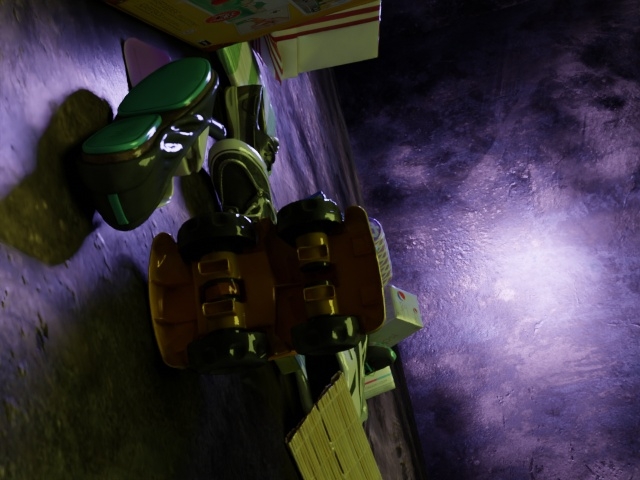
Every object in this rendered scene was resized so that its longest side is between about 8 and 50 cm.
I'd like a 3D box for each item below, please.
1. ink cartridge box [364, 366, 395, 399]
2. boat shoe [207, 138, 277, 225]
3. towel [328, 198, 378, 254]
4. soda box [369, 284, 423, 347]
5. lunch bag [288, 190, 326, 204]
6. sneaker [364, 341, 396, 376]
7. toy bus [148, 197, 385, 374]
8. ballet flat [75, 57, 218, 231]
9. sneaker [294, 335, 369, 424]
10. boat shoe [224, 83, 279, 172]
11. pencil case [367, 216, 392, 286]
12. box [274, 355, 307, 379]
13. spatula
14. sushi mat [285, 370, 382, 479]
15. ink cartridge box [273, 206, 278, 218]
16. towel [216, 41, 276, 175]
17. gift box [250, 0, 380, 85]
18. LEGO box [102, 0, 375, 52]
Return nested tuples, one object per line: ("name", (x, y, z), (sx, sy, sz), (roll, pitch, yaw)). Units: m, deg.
("ink cartridge box", (0.062, 0.209, 1.653), (0.062, 0.109, 0.209), (-17, -92, 62))
("boat shoe", (-0.099, -0.044, 1.171), (0.070, 0.077, 0.219), (-99, 172, -46))
("towel", (0.075, 0.081, 1.824), (0.370, 0.040, 0.272), (-131, -151, -67))
("soda box", (0.079, 0.167, 1.505), (0.074, 0.216, 0.069), (22, 45, -37))
("lunch bag", (0.000, 0.000, 1.717), (0.129, 0.096, 0.151), (61, 6, -60))
("sneaker", (0.055, 0.229, 1.450), (0.065, 0.166, 0.076), (52, 33, -32))
("toy bus", (-0.045, 0.066, 0.869), (0.211, 0.220, 0.150), (72, 9, -70))
("ballet flat", (-0.163, -0.095, 0.816), (0.280, 0.095, 0.096), (-70, 155, -59))
("sneaker", (0.013, 0.166, 1.376), (0.146, 0.122, 0.331), (60, 19, -53))
("boat shoe", (-0.104, -0.155, 1.359), (0.080, 0.073, 0.224), (50, 26, -73))
("pencil case", (0.116, 0.031, 1.960), (0.088, 0.086, 0.206), (35, -23, 31))
("box", (-0.060, 0.115, 1.262), (0.178, 0.042, 0.109), (-98, 168, -45))
("spatula", (-0.174, -0.176, 1.064), (0.296, 0.030, 0.084), (40, 33, -76))
("sushi mat", (0.036, 0.365, 1.281), (0.151, 0.019, 0.317), (-44, 127, -38))
("ink cartridge box", (-0.019, 0.036, 1.335), (0.179, 0.045, 0.145), (45, 2, -45))
("towel", (-0.147, -0.310, 1.512), (0.248, 0.038, 0.325), (-93, 166, -57))
("gift box", (-0.036, -0.460, 1.653), (0.255, 0.258, 0.276), (-122, -156, -49))
("LEGO box", (-0.062, -0.410, 1.058), (0.500, 0.372, 0.193), (-43, 117, -82))
